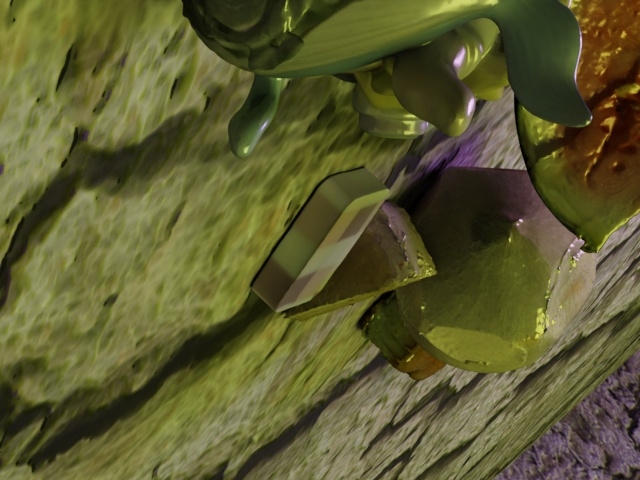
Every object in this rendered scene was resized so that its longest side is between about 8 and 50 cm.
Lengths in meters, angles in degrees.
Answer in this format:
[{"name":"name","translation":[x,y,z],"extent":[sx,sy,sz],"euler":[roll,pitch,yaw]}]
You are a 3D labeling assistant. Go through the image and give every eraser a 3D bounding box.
[{"name":"eraser","translation":[0.000,0.000,0.947],"extent":[0.105,0.026,0.065],"euler":[-55,164,26]}]

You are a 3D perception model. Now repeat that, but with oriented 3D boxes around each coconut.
[{"name":"coconut","translation":[0.132,0.021,1.090],"extent":[0.161,0.161,0.162],"euler":[-44,163,-5]}]

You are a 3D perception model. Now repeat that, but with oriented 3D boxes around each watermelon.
[{"name":"watermelon","translation":[0.214,-0.162,0.931],"extent":[0.128,0.159,0.303],"euler":[30,106,-42]}]

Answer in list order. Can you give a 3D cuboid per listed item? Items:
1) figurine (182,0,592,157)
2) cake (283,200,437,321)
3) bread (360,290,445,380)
[{"name":"figurine","translation":[0.033,-0.097,0.563],"extent":[0.183,0.208,0.129],"euler":[-7,102,-42]},{"name":"cake","translation":[0.025,0.033,1.037],"extent":[0.121,0.065,0.052],"euler":[-45,162,22]},{"name":"bread","translation":[0.104,0.064,1.269],"extent":[0.128,0.069,0.140],"euler":[-48,162,9]}]
